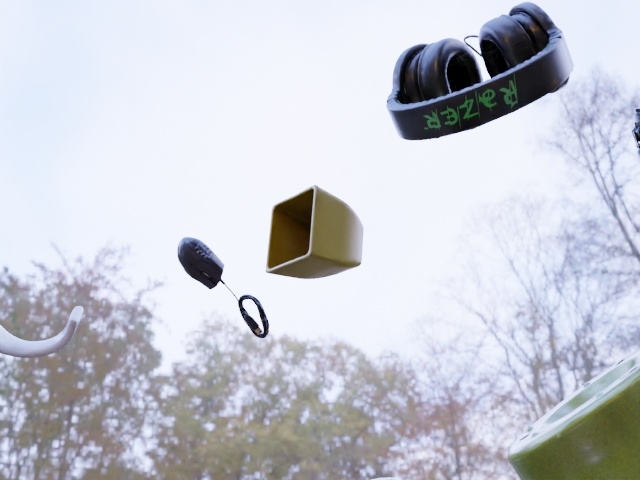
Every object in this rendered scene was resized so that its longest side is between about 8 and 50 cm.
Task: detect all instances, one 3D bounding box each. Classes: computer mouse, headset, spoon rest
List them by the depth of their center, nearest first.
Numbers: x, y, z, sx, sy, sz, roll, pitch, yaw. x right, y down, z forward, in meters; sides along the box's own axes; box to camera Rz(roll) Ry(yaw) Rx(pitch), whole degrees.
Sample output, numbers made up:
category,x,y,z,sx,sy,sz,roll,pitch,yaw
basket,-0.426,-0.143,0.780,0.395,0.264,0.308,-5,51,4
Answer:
category,x,y,z,sx,sy,sz,roll,pitch,yaw
headset,0.236,-0.214,1.216,0.243,0.394,0.185,-17,-70,23
spoon rest,-0.494,0.114,1.263,0.276,0.137,0.084,12,-73,-8
computer mouse,-0.181,0.086,1.567,0.071,0.242,0.041,-54,-17,28

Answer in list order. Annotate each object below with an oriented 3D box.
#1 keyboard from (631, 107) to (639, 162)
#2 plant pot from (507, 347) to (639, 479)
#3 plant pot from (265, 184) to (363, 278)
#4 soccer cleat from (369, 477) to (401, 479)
category,x,y,z,sx,sy,sz,roll,pitch,yaw
keyboard,0.407,-0.038,0.881,0.033,0.317,0.201,-24,-80,2
plant pot,0.392,0.298,0.901,0.366,0.353,0.366,-34,-14,-9
plant pot,0.000,0.000,0.933,0.083,0.081,0.081,20,-27,-34
soccer cleat,-0.003,0.266,0.721,0.196,0.068,0.076,-32,-19,-6
